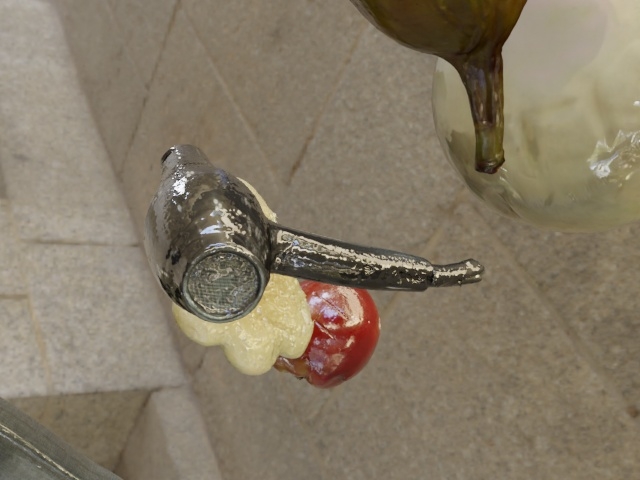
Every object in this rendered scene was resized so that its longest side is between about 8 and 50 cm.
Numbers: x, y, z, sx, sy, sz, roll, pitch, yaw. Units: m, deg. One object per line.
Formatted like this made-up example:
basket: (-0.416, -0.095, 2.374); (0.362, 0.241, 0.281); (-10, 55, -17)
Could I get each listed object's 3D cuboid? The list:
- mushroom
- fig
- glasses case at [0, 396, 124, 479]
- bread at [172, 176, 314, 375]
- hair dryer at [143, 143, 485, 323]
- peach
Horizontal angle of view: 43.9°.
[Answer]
mushroom: (0.294, -0.163, 0.812); (0.315, 0.356, 0.315); (1, -90, -85)
fig: (0.103, -0.216, 0.699); (0.191, 0.190, 0.290); (51, 165, 44)
glasses case: (-0.380, 0.255, 0.909); (0.131, 0.323, 0.074); (-50, 14, 3)
bread: (-0.107, 0.038, 0.947); (0.039, 0.181, 0.251); (-33, 75, 43)
hair dryer: (0.000, 0.000, 0.493); (0.195, 0.219, 0.075); (-120, 45, -64)
peach: (0.010, 0.142, 1.300); (0.197, 0.197, 0.197); (-5, 83, 56)
